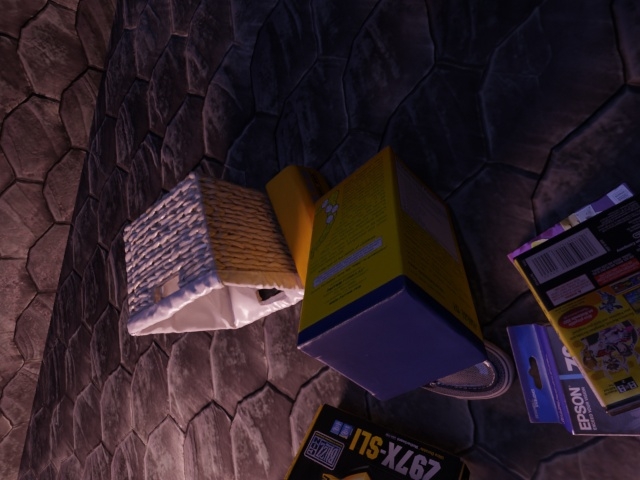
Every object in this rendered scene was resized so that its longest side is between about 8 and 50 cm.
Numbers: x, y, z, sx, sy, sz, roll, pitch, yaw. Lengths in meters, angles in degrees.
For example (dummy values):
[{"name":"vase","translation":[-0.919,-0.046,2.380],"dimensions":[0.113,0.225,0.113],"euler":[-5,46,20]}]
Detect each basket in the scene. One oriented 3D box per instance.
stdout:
[{"name":"basket","translation":[-0.234,0.049,0.998],"dimensions":[0.329,0.332,0.266],"euler":[-29,66,32]}]

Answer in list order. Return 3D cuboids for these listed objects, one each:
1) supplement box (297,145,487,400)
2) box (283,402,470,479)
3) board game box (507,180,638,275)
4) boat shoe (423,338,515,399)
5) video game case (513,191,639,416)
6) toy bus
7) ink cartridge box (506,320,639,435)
[{"name":"supplement box","translation":[0.109,0.042,0.710],"dimensions":[0.195,0.194,0.356],"euler":[-35,29,30]},{"name":"box","translation":[0.085,0.487,0.796],"dimensions":[0.322,0.079,0.257],"euler":[6,51,38]},{"name":"board game box","translation":[0.479,0.107,0.633],"dimensions":[0.208,0.056,0.346],"euler":[-39,66,24]},{"name":"boat shoe","translation":[0.166,0.228,0.787],"dimensions":[0.341,0.158,0.127],"euler":[2,89,37]},{"name":"video game case","translation":[0.444,0.059,0.554],"dimensions":[0.275,0.035,0.248],"euler":[-33,48,22]},{"name":"toy bus","translation":[0.000,0.000,0.939],"dimensions":[0.108,0.130,0.332],"euler":[-34,68,31]},{"name":"ink cartridge box","translation":[0.444,0.182,0.590],"dimensions":[0.333,0.065,0.165],"euler":[-19,77,35]}]
